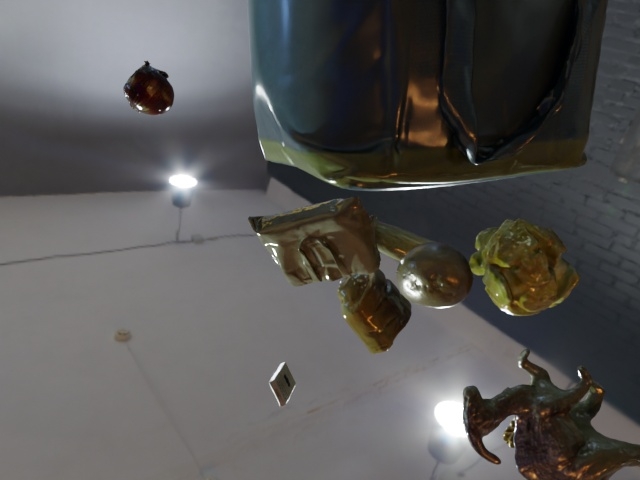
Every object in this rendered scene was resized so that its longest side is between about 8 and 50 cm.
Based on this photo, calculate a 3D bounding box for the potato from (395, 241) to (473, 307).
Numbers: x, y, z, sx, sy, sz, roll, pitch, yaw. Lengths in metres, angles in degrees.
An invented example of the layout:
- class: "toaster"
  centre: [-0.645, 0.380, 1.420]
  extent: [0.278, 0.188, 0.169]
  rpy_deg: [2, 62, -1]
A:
- class: "potato"
  centre: [0.278, 0.091, 1.238]
  extent: [0.160, 0.235, 0.178]
  rpy_deg: [-39, -91, -26]

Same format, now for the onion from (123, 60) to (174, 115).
- class: "onion"
  centre: [-0.383, -0.338, 1.127]
  extent: [0.118, 0.119, 0.117]
  rpy_deg: [8, -155, -14]

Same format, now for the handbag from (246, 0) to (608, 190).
- class: "handbag"
  centre: [0.075, -0.174, 0.375]
  extent: [0.263, 0.241, 0.222]
  rpy_deg: [-6, -161, -19]

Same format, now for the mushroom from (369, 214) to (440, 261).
- class: "mushroom"
  centre: [0.261, 0.018, 1.517]
  extent: [0.312, 0.100, 0.081]
  rpy_deg: [23, 180, -10]

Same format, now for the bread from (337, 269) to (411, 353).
- class: "bread"
  centre: [0.236, 0.264, 2.133]
  extent: [0.341, 0.210, 0.300]
  rpy_deg: [54, -138, -5]

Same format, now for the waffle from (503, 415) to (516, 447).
- class: "waffle"
  centre: [0.767, 0.711, 1.835]
  extent: [0.211, 0.055, 0.160]
  rpy_deg: [-23, -171, -42]

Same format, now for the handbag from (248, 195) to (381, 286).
- class: "handbag"
  centre: [-0.002, 0.003, 1.320]
  extent: [0.315, 0.253, 0.109]
  rpy_deg: [-12, -141, 21]

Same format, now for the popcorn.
- class: "popcorn"
  centre: [0.522, 0.061, 1.321]
  extent: [0.225, 0.277, 0.276]
  rpy_deg: [-7, -151, -11]

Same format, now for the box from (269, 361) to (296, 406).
- class: "box"
  centre: [-0.125, 0.477, 1.669]
  extent: [0.024, 0.090, 0.167]
  rpy_deg: [-25, -178, 10]

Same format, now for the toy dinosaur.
- class: "toy dinosaur"
  centre: [0.309, 0.244, 0.631]
  extent: [0.294, 0.162, 0.077]
  rpy_deg: [34, 178, 0]
